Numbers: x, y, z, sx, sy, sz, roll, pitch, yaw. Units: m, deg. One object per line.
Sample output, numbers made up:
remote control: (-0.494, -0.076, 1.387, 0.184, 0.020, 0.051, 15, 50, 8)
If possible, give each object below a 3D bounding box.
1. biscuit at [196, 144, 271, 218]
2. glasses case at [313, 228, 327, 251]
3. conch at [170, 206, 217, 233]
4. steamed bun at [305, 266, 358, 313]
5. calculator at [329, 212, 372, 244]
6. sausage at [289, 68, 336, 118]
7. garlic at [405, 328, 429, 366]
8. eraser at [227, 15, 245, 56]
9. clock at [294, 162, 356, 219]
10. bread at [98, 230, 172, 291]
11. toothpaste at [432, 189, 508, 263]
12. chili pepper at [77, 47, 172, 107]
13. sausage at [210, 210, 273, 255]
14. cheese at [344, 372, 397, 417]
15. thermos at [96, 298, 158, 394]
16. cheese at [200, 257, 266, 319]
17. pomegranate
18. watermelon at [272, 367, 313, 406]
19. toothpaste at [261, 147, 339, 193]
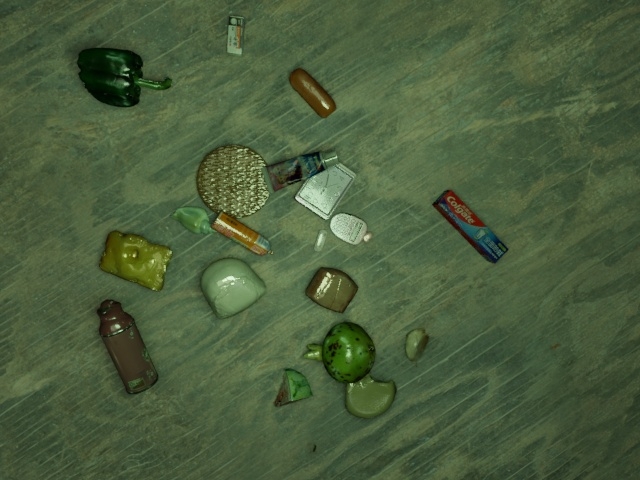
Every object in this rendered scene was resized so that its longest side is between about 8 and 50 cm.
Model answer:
biscuit: (-0.299, -0.205, 1.418, 0.262, 0.037, 0.262, 0, 94, -6)
glasses case: (0.000, 0.000, 1.475, 0.032, 0.021, 0.083, 19, 93, -5)
conch: (-0.426, -0.069, 1.401, 0.180, 0.065, 0.088, 25, 93, -3)
steamed bun: (0.041, 0.173, 1.457, 0.175, 0.106, 0.145, 30, 86, -21)
calculator: (0.112, -0.041, 1.484, 0.166, 0.024, 0.103, 26, 91, -5)
sausage: (-0.028, -0.512, 1.405, 0.076, 0.076, 0.197, -45, 96, -1)
garlic: (0.359, 0.403, 1.524, 0.084, 0.066, 0.152, 20, 90, -9)
eraser: (-0.288, -0.697, 1.383, 0.052, 0.029, 0.122, 5, 93, -6)
clock: (0.018, -0.189, 1.441, 0.150, 0.063, 0.197, 34, 90, -7)
bread: (-0.623, 0.064, 1.383, 0.233, 0.088, 0.160, 21, 87, -5)
toothpaste: (0.558, -0.050, 1.511, 0.320, 0.066, 0.076, 43, 89, -8)
chili pepper: (-0.621, -0.527, 1.298, 0.261, 0.165, 0.174, 4, 82, -9)
sausage: (-0.264, -0.014, 1.410, 0.234, 0.071, 0.071, 33, 91, -18)
cheese: (0.186, 0.569, 1.509, 0.202, 0.091, 0.175, -2, 94, -8)
thermos: (-0.649, 0.340, 1.364, 0.109, 0.136, 0.330, -6, 111, 20)
cheese: (-0.309, 0.150, 1.386, 0.198, 0.154, 0.189, -33, 115, -7)
pomegranate: (0.074, 0.398, 1.440, 0.263, 0.211, 0.211, -10, 97, 28)
watermelon: (-0.096, 0.567, 1.472, 0.098, 0.121, 0.158, 18, 97, -29)
toothpaste: (-0.068, -0.245, 1.382, 0.266, 0.061, 0.096, -17, 91, 9)
